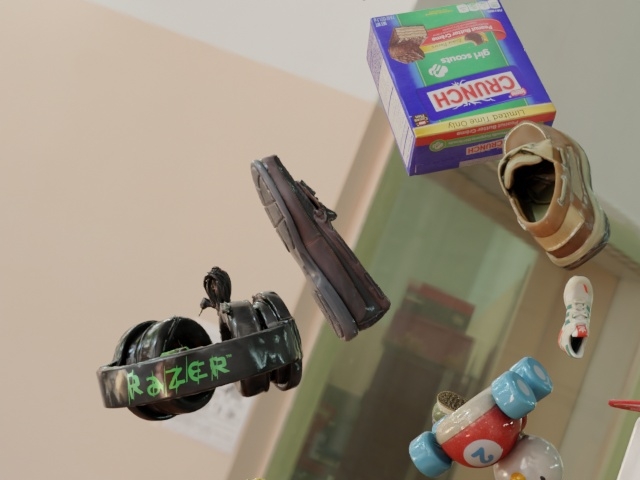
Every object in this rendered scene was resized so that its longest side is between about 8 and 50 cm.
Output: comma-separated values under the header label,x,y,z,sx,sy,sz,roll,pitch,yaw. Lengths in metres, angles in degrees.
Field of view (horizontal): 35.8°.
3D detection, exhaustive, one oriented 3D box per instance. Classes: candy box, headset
label,x,y,z,sx,sy,sz,roll,pitch,yaw
candy box,0.254,-0.294,1.865,0.268,0.317,0.122,-11,-34,-8
headset,-0.145,0.122,1.270,0.243,0.185,0.394,-14,-3,5

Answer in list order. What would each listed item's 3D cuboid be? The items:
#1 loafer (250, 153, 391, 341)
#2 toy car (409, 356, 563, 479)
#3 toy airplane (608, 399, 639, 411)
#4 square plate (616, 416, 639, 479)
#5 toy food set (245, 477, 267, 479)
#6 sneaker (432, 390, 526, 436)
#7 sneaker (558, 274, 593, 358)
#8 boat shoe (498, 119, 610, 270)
label,x,y,z,sx,sy,sz,roll,pitch,yaw
loafer,0.000,0.000,1.480,0.303,0.095,0.109,62,-13,-2
toy car,0.313,0.354,1.613,0.238,0.219,0.210,53,24,12
toy airplane,0.541,0.282,1.585,0.151,0.028,0.151,16,-44,16
square plate,0.354,0.414,1.026,0.049,0.347,0.344,10,17,-3
toy food set,-0.126,0.434,1.469,0.128,0.218,0.071,-2,-46,48
sneaker,0.295,0.363,1.862,0.192,0.086,0.064,28,37,16
sneaker,0.494,0.149,1.885,0.057,0.161,0.075,4,16,-6
boat shoe,0.327,-0.094,1.464,0.120,0.122,0.324,34,24,-25
